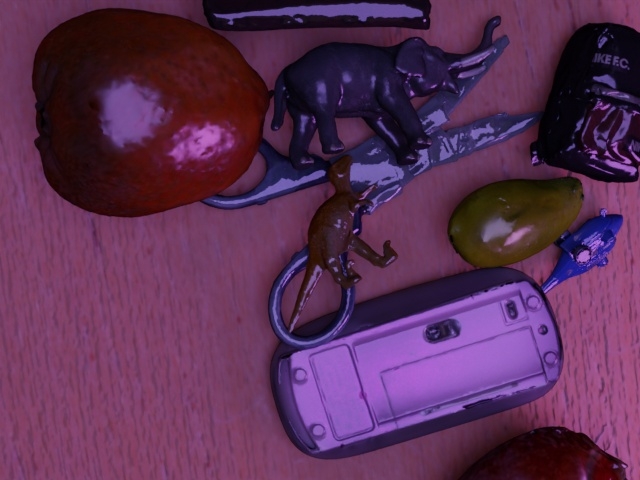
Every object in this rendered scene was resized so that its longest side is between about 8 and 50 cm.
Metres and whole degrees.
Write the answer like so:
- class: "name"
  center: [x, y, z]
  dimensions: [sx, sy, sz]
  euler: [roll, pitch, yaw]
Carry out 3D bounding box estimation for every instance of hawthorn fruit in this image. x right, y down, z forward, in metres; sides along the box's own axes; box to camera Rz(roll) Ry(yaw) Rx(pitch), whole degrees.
- class: "hawthorn fruit"
  center: [-0.153, -0.133, 1.657]
  dimensions: [0.262, 0.210, 0.210]
  euler: [-9, 98, -23]

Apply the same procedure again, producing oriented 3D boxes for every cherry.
- class: "cherry"
  center: [0.216, 0.301, 1.754]
  dimensions: [0.250, 0.192, 0.175]
  euler: [-29, 61, 7]

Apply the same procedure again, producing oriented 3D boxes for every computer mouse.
- class: "computer mouse"
  center: [0.102, 0.132, 1.770]
  dimensions: [0.310, 0.072, 0.158]
  euler: [-18, 94, 3]

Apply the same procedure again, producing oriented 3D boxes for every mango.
- class: "mango"
  center: [0.212, -0.023, 1.753]
  dimensions: [0.165, 0.074, 0.091]
  euler: [-20, 129, -18]

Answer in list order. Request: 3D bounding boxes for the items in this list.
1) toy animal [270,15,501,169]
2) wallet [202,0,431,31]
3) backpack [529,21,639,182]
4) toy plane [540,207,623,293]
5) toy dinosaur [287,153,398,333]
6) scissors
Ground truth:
- class: "toy animal"
  center: [0.077, -0.148, 1.710]
  dimensions: [0.270, 0.082, 0.137]
  euler: [-12, 76, -12]
- class: "wallet"
  center: [-0.010, -0.283, 1.691]
  dimensions: [0.229, 0.049, 0.182]
  euler: [-3, 58, -6]
- class: "backpack"
  center: [0.298, -0.145, 1.744]
  dimensions: [0.120, 0.106, 0.165]
  euler: [10, 95, -25]
- class: "toy plane"
  center: [0.268, 0.032, 1.797]
  dimensions: [0.167, 0.054, 0.062]
  euler: [-43, 125, -1]
- class: "toy dinosaur"
  center: [0.000, 0.000, 1.714]
  dimensions: [0.162, 0.039, 0.126]
  euler: [-34, 75, -2]
- class: "scissors"
  center: [0.062, -0.082, 1.757]
  dimensions: [0.383, 0.029, 0.256]
  euler: [-33, 86, -6]
